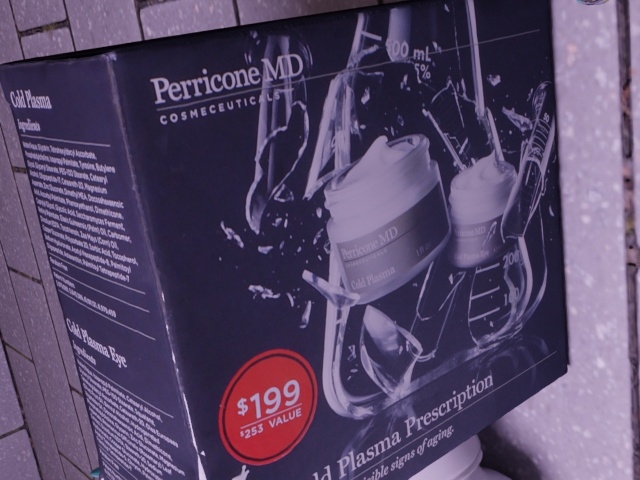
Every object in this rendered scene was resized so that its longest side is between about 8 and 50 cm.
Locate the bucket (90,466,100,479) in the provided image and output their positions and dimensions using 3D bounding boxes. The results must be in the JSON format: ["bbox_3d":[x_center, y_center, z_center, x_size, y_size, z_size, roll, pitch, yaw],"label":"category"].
[{"bbox_3d":[-0.163,0.379,0.998,0.281,0.183,0.281,156,90,-80],"label":"bucket"}]

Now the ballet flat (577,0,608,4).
[{"bbox_3d":[0.179,-0.204,0.474,0.041,0.041,0.114,32,130,39],"label":"ballet flat"}]

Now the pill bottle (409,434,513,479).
[{"bbox_3d":[0.123,0.328,0.679,0.188,0.188,0.334,-21,90,53],"label":"pill bottle"}]

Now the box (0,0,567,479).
[{"bbox_3d":[0.000,0.000,0.544,0.179,0.343,0.312,11,116,50],"label":"box"}]
